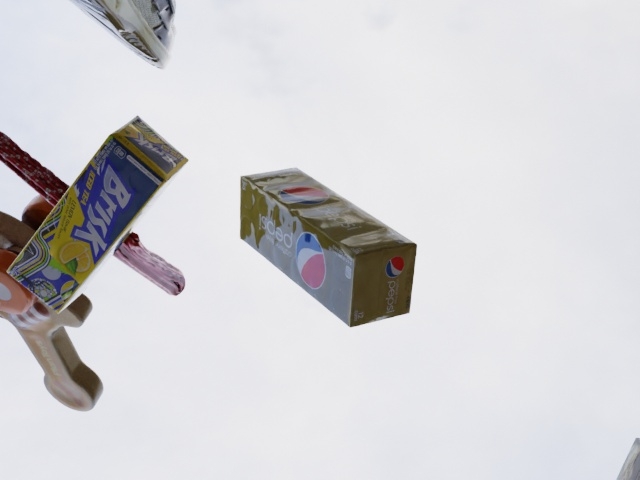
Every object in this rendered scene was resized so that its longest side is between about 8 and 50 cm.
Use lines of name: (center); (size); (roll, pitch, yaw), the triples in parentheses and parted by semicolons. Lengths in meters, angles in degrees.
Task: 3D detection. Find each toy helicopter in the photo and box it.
toy helicopter: (-0.395, 0.100, 1.294); (0.235, 0.355, 0.140); (3, -138, 24)

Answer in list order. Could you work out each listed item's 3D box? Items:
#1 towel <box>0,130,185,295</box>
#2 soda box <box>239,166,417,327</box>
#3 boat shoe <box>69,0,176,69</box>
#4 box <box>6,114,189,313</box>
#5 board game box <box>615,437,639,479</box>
towel: (-0.263, -0.047, 1.014); (0.275, 0.199, 0.031); (38, -97, 16)
soda box: (0.000, 0.000, 0.788); (0.058, 0.061, 0.181); (-11, -152, -29)
boat shoe: (-0.129, -0.177, 0.668); (0.080, 0.223, 0.073); (36, -90, 5)
box: (-0.183, -0.020, 0.800); (0.059, 0.169, 0.054); (41, -154, -6)
board game box: (0.362, 0.364, 0.964); (0.305, 0.053, 0.193); (48, -118, -26)
